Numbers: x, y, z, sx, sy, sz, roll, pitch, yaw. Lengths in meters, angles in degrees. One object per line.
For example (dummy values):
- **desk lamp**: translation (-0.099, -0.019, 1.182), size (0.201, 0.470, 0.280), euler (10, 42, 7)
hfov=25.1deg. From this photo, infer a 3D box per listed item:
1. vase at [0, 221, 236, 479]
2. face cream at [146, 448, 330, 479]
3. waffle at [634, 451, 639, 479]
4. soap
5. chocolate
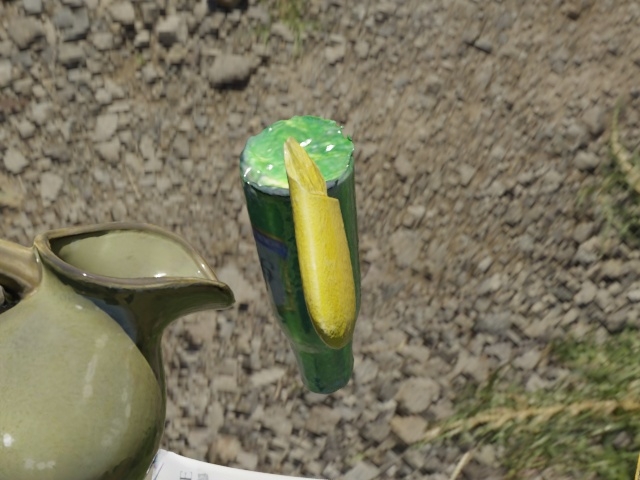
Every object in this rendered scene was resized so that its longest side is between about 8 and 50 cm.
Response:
- **vase**: translation (-0.285, 0.109, 1.428), size (0.329, 0.241, 0.302), euler (23, 100, -27)
- **face cream**: translation (-0.011, 0.090, 0.460), size (0.115, 0.020, 0.038), euler (13, 83, -40)
- **waffle**: translation (0.324, 0.200, 1.139), size (0.148, 0.042, 0.102), euler (14, 77, -3)
- **soap**: translation (0.000, 0.000, 1.110), size (0.033, 0.089, 0.168), euler (-11, 91, 12)
- **chocolate**: translation (-0.008, 0.029, 1.339), size (0.110, 0.291, 0.110), euler (-4, 43, 4)
